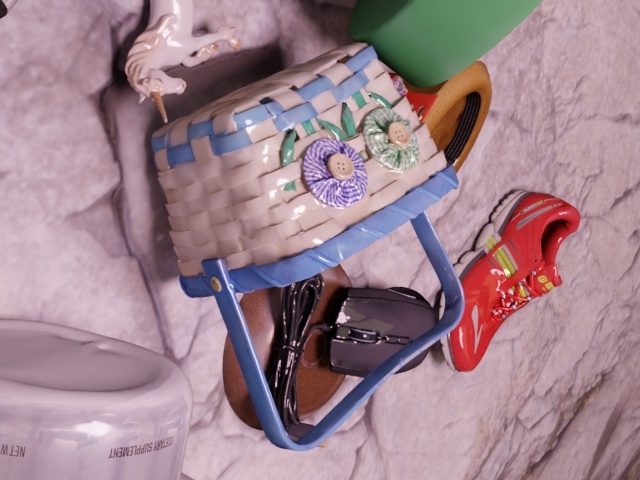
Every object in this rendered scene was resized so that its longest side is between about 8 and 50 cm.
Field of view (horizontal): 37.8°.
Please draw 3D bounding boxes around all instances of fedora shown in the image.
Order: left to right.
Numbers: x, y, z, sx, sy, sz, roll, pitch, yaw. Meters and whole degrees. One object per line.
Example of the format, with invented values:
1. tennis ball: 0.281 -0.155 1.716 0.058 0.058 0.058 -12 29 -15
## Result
1. fedora: 0.101 -0.112 0.979 0.194 0.079 0.194 -43 155 -26

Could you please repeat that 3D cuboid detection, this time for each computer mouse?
1. computer mouse: 0.044 0.132 0.972 0.262 0.060 0.184 16 89 -51

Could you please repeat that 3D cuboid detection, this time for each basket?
1. basket: 0.000 0.000 0.801 0.254 0.201 0.289 -36 111 -39

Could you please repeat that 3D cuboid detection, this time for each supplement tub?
1. supplement tub: -0.214 0.238 0.638 0.207 0.207 0.338 3 100 -51

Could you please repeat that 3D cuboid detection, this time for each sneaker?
1. sneaker: 0.246 0.049 1.197 0.279 0.118 0.107 -58 138 -19

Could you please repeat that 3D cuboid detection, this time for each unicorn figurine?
1. unicorn figurine: -0.111 -0.174 0.746 0.111 0.060 0.162 -13 96 -47

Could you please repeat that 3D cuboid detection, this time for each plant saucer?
1. plant saucer: -0.017 0.108 0.968 0.198 0.036 0.199 -20 118 -44

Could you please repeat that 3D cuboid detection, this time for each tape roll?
1. tape roll: 0.151 -0.285 0.815 0.077 0.321 0.321 34 73 -15

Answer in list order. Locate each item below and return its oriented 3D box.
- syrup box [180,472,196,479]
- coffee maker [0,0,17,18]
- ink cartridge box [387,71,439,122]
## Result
1. syrup box: -0.178 0.315 0.797 0.093 0.096 0.237 12 92 -52
2. coffee maker: -0.248 -0.134 0.515 0.171 0.120 0.178 68 35 -71
3. ink cartridge box: 0.050 -0.132 0.899 0.063 0.115 0.029 -58 137 -18
